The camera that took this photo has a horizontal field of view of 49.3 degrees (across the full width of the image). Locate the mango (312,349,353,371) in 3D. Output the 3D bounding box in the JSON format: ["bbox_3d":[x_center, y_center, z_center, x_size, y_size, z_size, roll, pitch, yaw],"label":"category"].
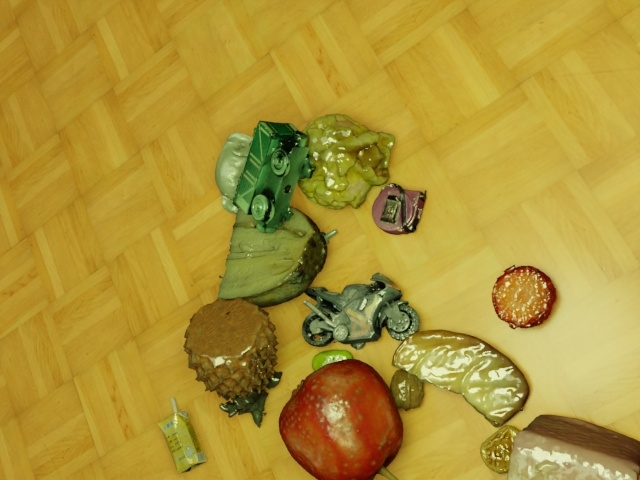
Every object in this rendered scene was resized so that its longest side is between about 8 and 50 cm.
[{"bbox_3d":[0.031,0.301,1.704,0.108,0.056,0.073,-25,81,21],"label":"mango"}]

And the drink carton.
[{"bbox_3d":[-0.375,0.509,1.852,0.084,0.074,0.200,-34,70,16],"label":"drink carton"}]

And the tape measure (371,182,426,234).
[{"bbox_3d":[0.186,-0.076,1.685,0.118,0.074,0.125,10,84,27],"label":"tape measure"}]

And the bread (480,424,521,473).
[{"bbox_3d":[0.401,0.454,1.513,0.110,0.044,0.083,-45,70,14],"label":"bread"}]

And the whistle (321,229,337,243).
[{"bbox_3d":[0.000,0.000,1.782,0.100,0.035,0.035,-30,70,17],"label":"whistle"}]

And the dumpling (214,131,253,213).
[{"bbox_3d":[-0.211,-0.180,1.886,0.108,0.152,0.219,-151,65,-69],"label":"dumpling"}]

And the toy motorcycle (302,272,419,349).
[{"bbox_3d":[0.091,0.168,1.678,0.307,0.108,0.173,-7,69,25],"label":"toy motorcycle"}]

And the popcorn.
[{"bbox_3d":[0.047,-0.198,1.704,0.259,0.212,0.259,-3,84,31],"label":"popcorn"}]

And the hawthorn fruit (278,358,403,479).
[{"bbox_3d":[0.073,0.428,1.545,0.330,0.287,0.287,45,101,14],"label":"hawthorn fruit"}]

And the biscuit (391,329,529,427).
[{"bbox_3d":[0.317,0.285,1.548,0.299,0.045,0.154,30,94,12],"label":"biscuit"}]

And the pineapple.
[{"bbox_3d":[-0.191,0.314,1.703,0.223,0.357,0.223,-7,44,7],"label":"pineapple"}]

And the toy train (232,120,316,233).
[{"bbox_3d":[-0.111,-0.148,1.631,0.154,0.115,0.269,46,127,37],"label":"toy train"}]

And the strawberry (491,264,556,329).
[{"bbox_3d":[0.445,0.125,1.523,0.145,0.086,0.145,-5,77,24],"label":"strawberry"}]

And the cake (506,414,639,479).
[{"bbox_3d":[0.480,0.477,1.331,0.230,0.309,0.237,9,88,29],"label":"cake"}]

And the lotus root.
[{"bbox_3d":[-0.095,0.037,1.739,0.260,0.149,0.267,-7,61,32],"label":"lotus root"}]

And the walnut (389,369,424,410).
[{"bbox_3d":[0.199,0.345,1.609,0.079,0.082,0.096,3,80,-2],"label":"walnut"}]
